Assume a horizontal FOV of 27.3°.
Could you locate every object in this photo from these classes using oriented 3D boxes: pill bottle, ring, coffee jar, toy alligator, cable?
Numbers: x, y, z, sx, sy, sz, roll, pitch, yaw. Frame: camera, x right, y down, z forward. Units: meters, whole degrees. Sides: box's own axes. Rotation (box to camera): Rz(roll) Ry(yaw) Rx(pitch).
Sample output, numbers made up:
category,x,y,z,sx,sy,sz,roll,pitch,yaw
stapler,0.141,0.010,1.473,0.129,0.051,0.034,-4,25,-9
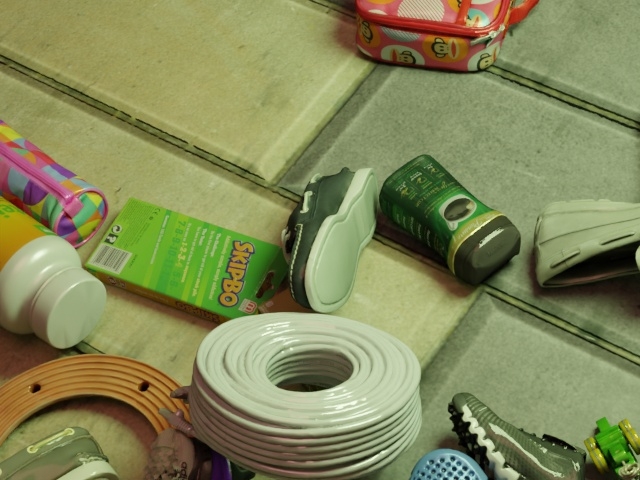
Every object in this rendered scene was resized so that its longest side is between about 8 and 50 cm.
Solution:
category,x,y,z,sx,sy,sz,roll,pitch,yaw
pill bottle,-0.396,0.036,1.698,0.245,0.136,0.136,31,64,27
ring,-0.290,0.284,1.566,0.336,0.032,0.336,-5,53,6
coffee jar,0.167,-0.025,1.693,0.096,0.079,0.184,-35,55,-19
toy alligator,0.332,0.243,1.447,0.056,0.190,0.051,-30,98,7
cable,-0.015,0.163,1.443,0.257,0.089,0.257,-21,35,-39

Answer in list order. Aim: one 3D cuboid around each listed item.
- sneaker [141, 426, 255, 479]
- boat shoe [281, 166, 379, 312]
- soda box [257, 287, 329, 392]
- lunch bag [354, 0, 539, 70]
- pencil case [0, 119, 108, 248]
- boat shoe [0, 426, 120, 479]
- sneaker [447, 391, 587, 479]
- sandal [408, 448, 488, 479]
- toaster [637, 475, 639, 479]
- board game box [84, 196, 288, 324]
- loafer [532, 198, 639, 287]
category,x,y,z,sx,sy,sz,roll,pitch,yaw
sneaker,-0.130,0.362,1.438,0.146,0.102,0.293,18,74,-30
boat shoe,0.000,0.000,1.647,0.091,0.114,0.302,-2,22,17
soda box,-0.005,0.143,1.606,0.058,0.061,0.181,-30,55,-14
lunch bag,0.197,-0.382,1.935,0.258,0.120,0.293,10,58,11
pencil case,-0.400,-0.081,1.808,0.236,0.104,0.104,32,64,26
boat shoe,-0.379,0.309,1.479,0.305,0.109,0.091,-25,54,-17
sneaker,0.241,0.252,1.483,0.106,0.078,0.234,-30,59,-17
sandal,0.141,0.356,1.383,0.126,0.138,0.317,-6,52,7
toaster,0.403,0.324,1.361,0.185,0.110,0.168,-3,50,-17
board game box,-0.169,0.032,1.730,0.259,0.039,0.124,17,59,23
loafer,0.411,0.006,1.590,0.319,0.112,0.111,-7,62,32
